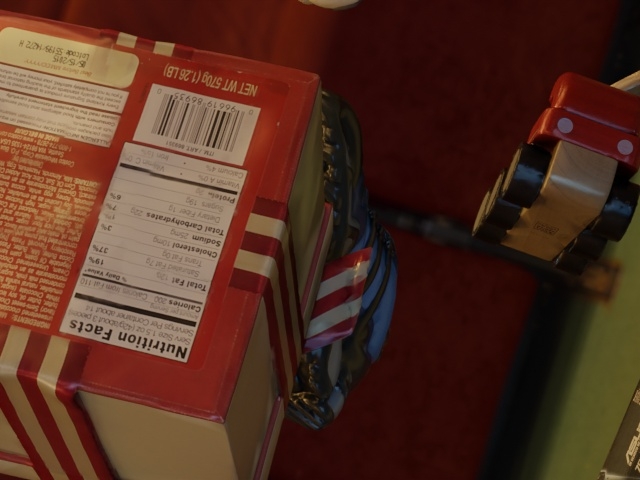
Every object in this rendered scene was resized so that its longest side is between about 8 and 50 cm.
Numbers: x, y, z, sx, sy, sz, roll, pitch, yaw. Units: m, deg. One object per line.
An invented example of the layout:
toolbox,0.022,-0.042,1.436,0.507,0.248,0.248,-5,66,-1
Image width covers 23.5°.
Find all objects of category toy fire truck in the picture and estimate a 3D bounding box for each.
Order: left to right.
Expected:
toy fire truck,0.271,-0.106,1.495,0.217,0.158,0.246,108,-178,-75

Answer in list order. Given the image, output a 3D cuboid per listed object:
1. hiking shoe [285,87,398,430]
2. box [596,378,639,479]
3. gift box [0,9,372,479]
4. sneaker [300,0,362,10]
hiking shoe,0.000,0.000,1.212,0.132,0.113,0.304,-41,-35,-42
box,0.283,0.146,1.041,0.077,0.147,0.180,-143,73,-72
gift box,-0.110,0.016,0.964,0.258,0.255,0.276,89,-161,-64
sneaker,0.040,-0.216,0.546,0.107,0.110,0.275,22,82,47
